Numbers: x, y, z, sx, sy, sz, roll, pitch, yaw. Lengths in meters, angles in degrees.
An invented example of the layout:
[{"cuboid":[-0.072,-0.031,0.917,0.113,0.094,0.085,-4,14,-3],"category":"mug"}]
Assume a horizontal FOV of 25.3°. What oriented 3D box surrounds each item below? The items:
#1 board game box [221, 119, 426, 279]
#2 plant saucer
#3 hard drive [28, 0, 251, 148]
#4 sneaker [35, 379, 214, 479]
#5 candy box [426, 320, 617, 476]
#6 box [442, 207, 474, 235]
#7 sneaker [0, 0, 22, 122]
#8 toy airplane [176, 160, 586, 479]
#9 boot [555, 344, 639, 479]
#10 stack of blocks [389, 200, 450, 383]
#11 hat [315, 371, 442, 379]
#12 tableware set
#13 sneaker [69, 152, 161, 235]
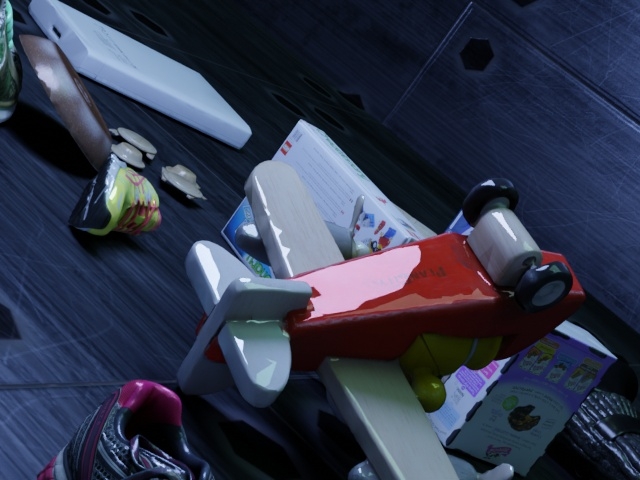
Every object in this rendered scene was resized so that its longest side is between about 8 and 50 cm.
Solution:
[{"cuboid":[0.000,0.000,1.801,0.053,0.193,0.305,25,17,-40],"category":"board game box"},{"cuboid":[-0.311,-0.178,1.786,0.198,0.036,0.198,61,-1,2],"category":"plant saucer"},{"cuboid":[-0.298,-0.280,2.369,0.353,0.047,0.233,23,18,-43],"category":"hard drive"},{"cuboid":[-0.107,0.209,0.944,0.121,0.112,0.299,25,17,-40],"category":"sneaker"},{"cuboid":[0.247,0.183,1.775,0.165,0.196,0.070,26,16,-40],"category":"candy box"},{"cuboid":[0.233,0.028,1.825,0.054,0.059,0.169,21,18,-50],"category":"box"},{"cuboid":[-0.394,-0.236,1.639,0.158,0.182,0.410,33,12,-11],"category":"sneaker"},{"cuboid":[0.038,0.104,1.426,0.384,0.272,0.386,21,48,10],"category":"toy airplane"},{"cuboid":[0.439,0.280,2.071,0.260,0.131,0.348,35,21,30],"category":"boot"},{"cuboid":[0.119,0.078,1.885,0.297,0.171,0.087,36,12,4],"category":"stack of blocks"},{"cuboid":[0.084,0.135,1.558,0.208,0.173,0.183,40,7,-11],"category":"hat"},{"cuboid":[-0.227,-0.104,1.980,0.169,0.020,0.141,34,11,-4],"category":"tableware set"},{"cuboid":[-0.222,-0.042,1.626,0.094,0.081,0.208,36,12,-10],"category":"sneaker"}]
